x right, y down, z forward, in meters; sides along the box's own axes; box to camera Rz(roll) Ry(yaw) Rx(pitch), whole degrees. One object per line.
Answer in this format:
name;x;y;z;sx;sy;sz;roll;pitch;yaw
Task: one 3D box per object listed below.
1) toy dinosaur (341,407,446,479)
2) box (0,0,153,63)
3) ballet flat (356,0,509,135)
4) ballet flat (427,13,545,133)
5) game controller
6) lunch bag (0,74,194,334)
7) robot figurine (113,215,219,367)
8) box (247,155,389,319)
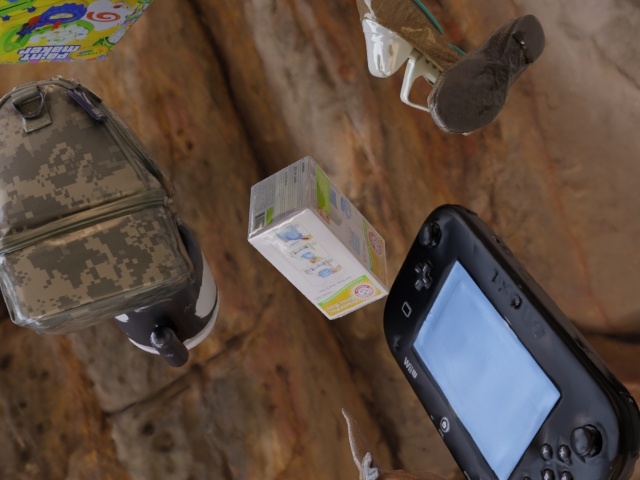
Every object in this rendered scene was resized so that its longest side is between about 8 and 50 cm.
toy dinosaur;0.124;0.277;0.881;0.200;0.127;0.295;7;-161;-38
box;-0.364;-0.367;1.172;0.279;0.290;0.177;-34;77;42
ballet flat;0.149;-0.275;1.413;0.342;0.124;0.116;36;178;-31
ballet flat;0.194;-0.201;1.118;0.058;0.250;0.084;-8;120;46
game controller;0.145;0.108;0.787;0.067;0.166;0.319;17;-154;-32
lunch bag;-0.280;-0.038;1.101;0.305;0.212;0.256;136;113;-82
robot figurine;-0.250;0.065;1.430;0.173;0.209;0.278;20;154;18
box;0.000;0.000;1.304;0.203;0.103;0.114;47;-152;-34
